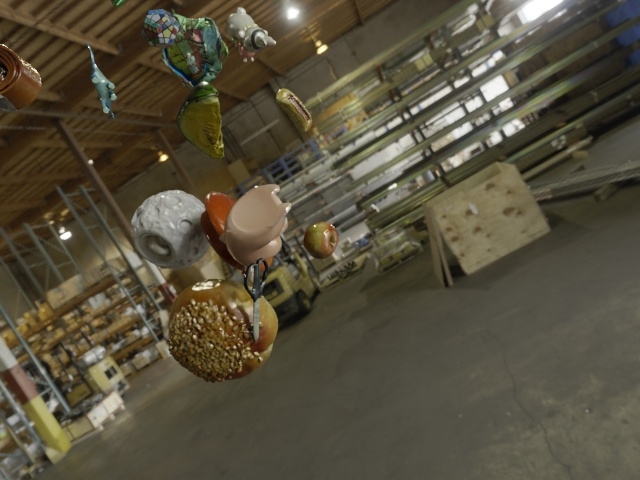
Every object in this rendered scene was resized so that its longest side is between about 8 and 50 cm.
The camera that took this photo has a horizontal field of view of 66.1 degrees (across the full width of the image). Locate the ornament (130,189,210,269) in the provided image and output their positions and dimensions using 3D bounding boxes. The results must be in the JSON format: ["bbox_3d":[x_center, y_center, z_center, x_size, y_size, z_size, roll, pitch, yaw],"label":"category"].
[{"bbox_3d":[-0.614,-0.049,2.076,0.336,0.337,0.337,-31,4,2],"label":"ornament"}]

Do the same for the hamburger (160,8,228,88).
[{"bbox_3d":[-0.431,-0.675,1.768,0.275,0.261,0.150,23,32,24],"label":"hamburger"}]

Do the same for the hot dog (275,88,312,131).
[{"bbox_3d":[-0.117,-0.634,2.390,0.073,0.242,0.084,-6,47,42],"label":"hot dog"}]

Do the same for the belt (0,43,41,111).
[{"bbox_3d":[-0.962,-0.481,1.450,0.184,0.261,0.105,-60,-16,-7],"label":"belt"}]

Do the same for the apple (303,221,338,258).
[{"bbox_3d":[0.000,-0.003,1.626,0.101,0.126,0.126,8,26,30],"label":"apple"}]

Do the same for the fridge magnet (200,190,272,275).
[{"bbox_3d":[-0.319,-0.029,1.867,0.155,0.364,0.363,-35,3,11],"label":"fridge magnet"}]

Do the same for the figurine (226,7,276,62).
[{"bbox_3d":[-0.167,-0.494,1.218,0.081,0.146,0.098,-32,-22,-20],"label":"figurine"}]

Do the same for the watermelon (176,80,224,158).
[{"bbox_3d":[-0.325,-0.343,1.385,0.123,0.129,0.301,-61,-2,-23],"label":"watermelon"}]

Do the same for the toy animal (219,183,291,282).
[{"bbox_3d":[-0.204,-0.036,1.548,0.212,0.195,0.256,-31,-25,-18],"label":"toy animal"}]

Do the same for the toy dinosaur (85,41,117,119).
[{"bbox_3d":[-0.857,-0.600,1.949,0.076,0.144,0.329,-24,-42,-19],"label":"toy dinosaur"}]

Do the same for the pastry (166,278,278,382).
[{"bbox_3d":[-0.344,0.325,1.711,0.409,0.410,0.245,-30,26,20],"label":"pastry"}]

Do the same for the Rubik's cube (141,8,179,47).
[{"bbox_3d":[-0.457,-0.604,1.404,0.093,0.111,0.111,-31,4,17],"label":"Rubik's cube"}]

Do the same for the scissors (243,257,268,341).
[{"bbox_3d":[-0.201,0.196,1.538,0.022,0.300,0.109,19,30,26],"label":"scissors"}]

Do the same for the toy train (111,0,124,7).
[{"bbox_3d":[-0.783,-0.912,1.742,0.071,0.178,0.105,-57,-8,-15],"label":"toy train"}]
